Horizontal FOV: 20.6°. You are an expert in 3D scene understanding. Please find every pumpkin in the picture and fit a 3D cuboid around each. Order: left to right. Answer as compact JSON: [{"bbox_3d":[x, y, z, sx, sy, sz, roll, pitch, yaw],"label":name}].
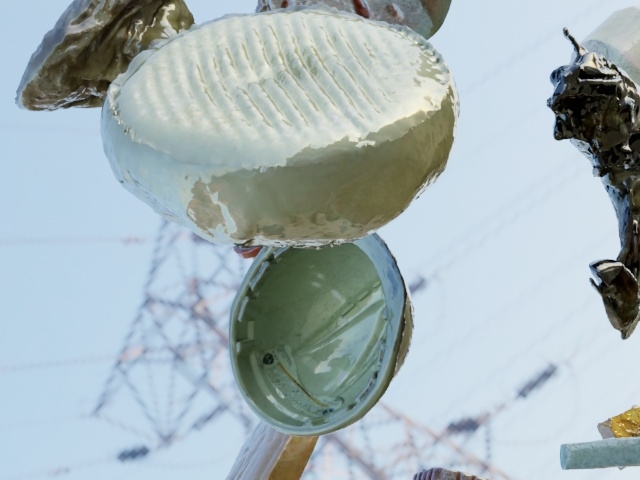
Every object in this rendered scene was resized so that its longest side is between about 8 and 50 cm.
[{"bbox_3d":[0.467,0.299,2.673,0.074,0.083,0.054,-18,-18,-23],"label":"pumpkin"}]

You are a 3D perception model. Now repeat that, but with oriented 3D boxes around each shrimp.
[{"bbox_3d":[0.248,-0.040,1.501,0.365,0.071,0.233,32,-125,-68],"label":"shrimp"}]

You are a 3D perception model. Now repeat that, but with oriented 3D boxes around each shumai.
[{"bbox_3d":[-0.177,-0.171,1.633,0.209,0.153,0.161,-53,-3,-42],"label":"shumai"}]

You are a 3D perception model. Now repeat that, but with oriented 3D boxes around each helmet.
[{"bbox_3d":[0.030,0.076,1.820,0.137,0.204,0.257,-10,-39,-51],"label":"helmet"}]

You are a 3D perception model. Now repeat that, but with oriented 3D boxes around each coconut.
[{"bbox_3d":[0.435,-0.233,2.378,0.183,0.171,0.171,-34,-29,-21],"label":"coconut"}]

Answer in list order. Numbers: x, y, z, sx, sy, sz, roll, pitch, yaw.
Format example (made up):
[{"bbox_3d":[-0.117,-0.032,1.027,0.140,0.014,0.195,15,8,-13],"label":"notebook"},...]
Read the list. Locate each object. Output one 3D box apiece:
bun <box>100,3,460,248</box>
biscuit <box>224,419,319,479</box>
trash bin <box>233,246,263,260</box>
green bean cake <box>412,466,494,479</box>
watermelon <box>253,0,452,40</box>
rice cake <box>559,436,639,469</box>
[{"bbox_3d":[-0.030,-0.075,1.361,0.287,0.287,0.146,-31,-54,-36],"label":"bun"},{"bbox_3d":[-0.090,0.323,2.366,0.365,0.062,0.385,-61,4,-32],"label":"biscuit"},{"bbox_3d":[0.000,0.000,2.435,0.184,0.161,0.238,-26,-55,12],"label":"trash bin"},{"bbox_3d":[0.205,0.369,2.521,0.136,0.135,0.056,141,145,-71],"label":"green bean cake"},{"bbox_3d":[0.024,-0.321,1.712,0.201,0.213,0.261,22,-101,-60],"label":"watermelon"},{"bbox_3d":[0.337,0.221,1.846,0.029,0.171,0.033,43,-137,-72],"label":"rice cake"}]
